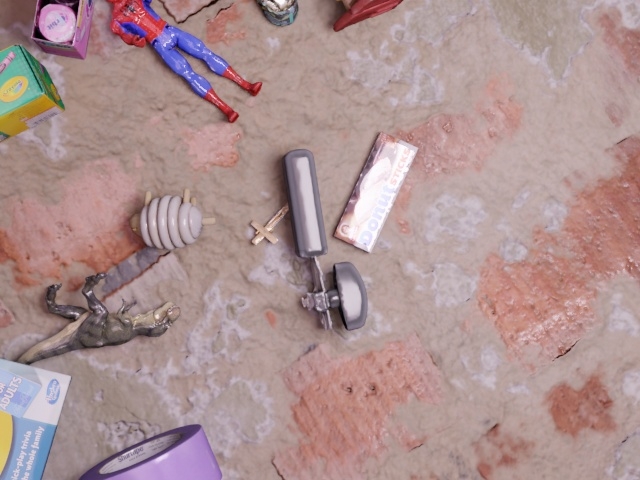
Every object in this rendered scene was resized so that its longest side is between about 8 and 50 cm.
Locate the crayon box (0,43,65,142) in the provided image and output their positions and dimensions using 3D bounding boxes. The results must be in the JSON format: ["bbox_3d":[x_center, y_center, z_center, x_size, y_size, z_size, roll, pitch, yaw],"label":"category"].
[{"bbox_3d":[-0.513,-0.167,1.342,0.279,0.165,0.081,-27,93,-5],"label":"crayon box"}]

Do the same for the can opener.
[{"bbox_3d":[0.000,0.000,1.436,0.093,0.074,0.280,-14,92,-9],"label":"can opener"}]

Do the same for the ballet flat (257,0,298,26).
[{"bbox_3d":[-0.092,-0.409,1.433,0.070,0.070,0.188,-38,93,-4],"label":"ballet flat"}]

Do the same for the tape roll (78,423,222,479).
[{"bbox_3d":[-0.241,0.337,1.357,0.189,0.189,0.080,-22,92,-5],"label":"tape roll"}]

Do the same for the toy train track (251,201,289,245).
[{"bbox_3d":[-0.074,-0.025,1.461,0.048,0.014,0.083,42,81,3],"label":"toy train track"}]

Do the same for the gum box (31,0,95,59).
[{"bbox_3d":[-0.363,-0.368,1.385,0.062,0.107,0.188,9,89,-5],"label":"gum box"}]

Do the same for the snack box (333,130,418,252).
[{"bbox_3d":[0.084,-0.074,1.470,0.064,0.022,0.178,24,88,-4],"label":"snack box"}]

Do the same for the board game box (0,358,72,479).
[{"bbox_3d":[-0.546,0.271,1.324,0.336,0.079,0.253,16,76,-11],"label":"board game box"}]

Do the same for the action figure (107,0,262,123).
[{"bbox_3d":[-0.216,-0.293,1.389,0.280,0.139,0.091,38,86,-2],"label":"action figure"}]

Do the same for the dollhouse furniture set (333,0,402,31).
[{"bbox_3d":[0.159,-0.479,1.436,0.374,0.152,0.201,-24,92,-22],"label":"dollhouse furniture set"}]

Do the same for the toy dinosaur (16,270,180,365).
[{"bbox_3d":[-0.348,0.114,1.413,0.268,0.064,0.118,-16,98,-2],"label":"toy dinosaur"}]

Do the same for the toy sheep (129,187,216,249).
[{"bbox_3d":[-0.219,-0.029,1.411,0.132,0.091,0.091,-5,91,13],"label":"toy sheep"}]
